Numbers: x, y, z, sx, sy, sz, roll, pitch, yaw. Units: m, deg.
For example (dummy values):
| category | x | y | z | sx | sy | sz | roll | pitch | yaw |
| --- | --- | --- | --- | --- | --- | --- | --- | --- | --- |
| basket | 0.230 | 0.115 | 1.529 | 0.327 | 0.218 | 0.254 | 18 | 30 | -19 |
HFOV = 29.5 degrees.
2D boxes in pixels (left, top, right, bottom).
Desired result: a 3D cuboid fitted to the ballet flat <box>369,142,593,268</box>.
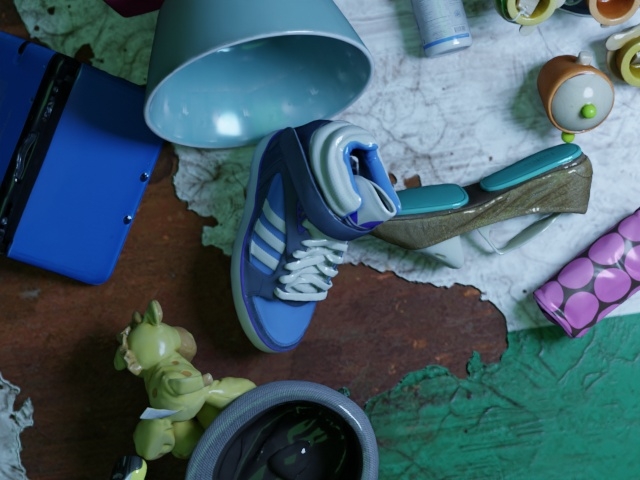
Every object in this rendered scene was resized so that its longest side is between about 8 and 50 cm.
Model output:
| category | x | y | z | sx | sy | sz | roll | pitch | yaw |
| --- | --- | --- | --- | --- | --- | --- | --- | --- | --- |
| ballet flat | 0.218 | -0.032 | 1.692 | 0.342 | 0.116 | 0.124 | -17 | 110 | -1 |

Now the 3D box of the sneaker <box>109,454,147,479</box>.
| category | x | y | z | sx | sy | sz | roll | pitch | yaw |
| --- | --- | --- | --- | --- | --- | --- | --- | --- | --- |
| sneaker | -0.261 | 0.386 | 1.710 | 0.094 | 0.081 | 0.208 | 13 | 122 | -7 |

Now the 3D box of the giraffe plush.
| category | x | y | z | sx | sy | sz | roll | pitch | yaw |
| --- | --- | --- | --- | --- | --- | --- | --- | --- | --- |
| giraffe plush | -0.214 | 0.186 | 1.688 | 0.181 | 0.210 | 0.170 | -37 | 60 | 7 |

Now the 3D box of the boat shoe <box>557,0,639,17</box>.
| category | x | y | z | sx | sy | sz | roll | pitch | yaw |
| --- | --- | --- | --- | --- | --- | --- | --- | --- | --- |
| boat shoe | 0.339 | -0.370 | 1.681 | 0.254 | 0.079 | 0.095 | 14 | 92 | 2 |

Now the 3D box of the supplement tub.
| category | x | y | z | sx | sy | sz | roll | pitch | yaw |
| --- | --- | --- | --- | --- | --- | --- | --- | --- | --- |
| supplement tub | 0.167 | -0.314 | 1.694 | 0.071 | 0.071 | 0.107 | -15 | 89 | 3 |

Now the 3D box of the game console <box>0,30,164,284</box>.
| category | x | y | z | sx | sy | sz | roll | pitch | yaw |
| --- | --- | --- | --- | --- | --- | --- | --- | --- | --- |
| game console | -0.394 | -0.118 | 1.746 | 0.250 | 0.173 | 0.293 | 23 | 92 | 33 |

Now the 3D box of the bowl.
| category | x | y | z | sx | sy | sz | roll | pitch | yaw |
| --- | --- | --- | --- | --- | --- | --- | --- | --- | --- |
| bowl | -0.095 | -0.262 | 1.617 | 0.311 | 0.311 | 0.163 | -14 | 72 | 3 |

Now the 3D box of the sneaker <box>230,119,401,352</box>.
| category | x | y | z | sx | sy | sz | roll | pitch | yaw |
| --- | --- | --- | --- | --- | --- | --- | --- | --- | --- |
| sneaker | 0.000 | 0.000 | 1.619 | 0.130 | 0.236 | 0.323 | 5 | 89 | -39 |

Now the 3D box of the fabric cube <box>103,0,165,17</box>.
| category | x | y | z | sx | sy | sz | roll | pitch | yaw |
| --- | --- | --- | --- | --- | --- | --- | --- | --- | --- |
| fabric cube | -0.209 | -0.466 | 1.615 | 0.259 | 0.258 | 0.254 | -17 | 91 | 3 |

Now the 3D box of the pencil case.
| category | x | y | z | sx | sy | sz | roll | pitch | yaw |
| --- | --- | --- | --- | --- | --- | --- | --- | --- | --- |
| pencil case | 0.400 | 0.049 | 1.684 | 0.209 | 0.095 | 0.098 | -38 | 105 | 5 |

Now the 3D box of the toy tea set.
| category | x | y | z | sx | sy | sz | roll | pitch | yaw |
| --- | --- | --- | --- | --- | --- | --- | --- | --- | --- |
| toy tea set | 0.346 | -0.288 | 1.599 | 0.200 | 0.124 | 0.336 | -30 | 121 | 8 |

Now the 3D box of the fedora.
| category | x | y | z | sx | sy | sz | roll | pitch | yaw |
| --- | --- | --- | --- | --- | --- | --- | --- | --- | --- |
| fedora | -0.053 | 0.321 | 1.689 | 0.243 | 0.124 | 0.275 | 41 | 84 | -1 |
